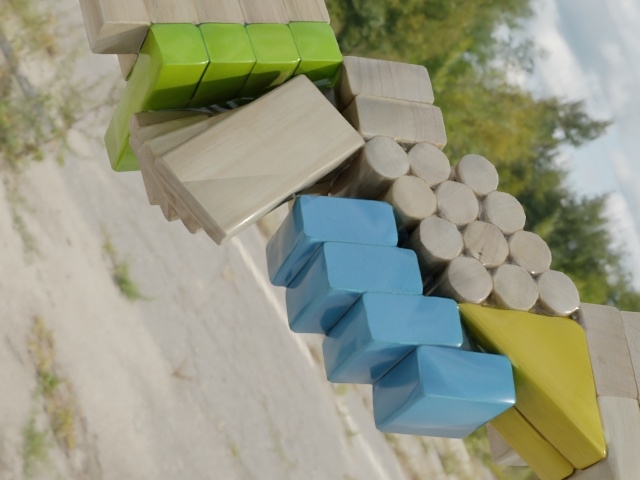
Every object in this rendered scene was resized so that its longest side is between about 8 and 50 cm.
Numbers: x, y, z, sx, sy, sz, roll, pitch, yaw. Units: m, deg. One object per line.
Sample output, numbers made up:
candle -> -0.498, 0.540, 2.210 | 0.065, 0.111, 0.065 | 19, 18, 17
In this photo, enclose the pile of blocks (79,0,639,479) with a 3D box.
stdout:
pile of blocks -> 0.000, 0.000, 0.496 | 0.362, 0.149, 0.112 | 51, -36, 10
